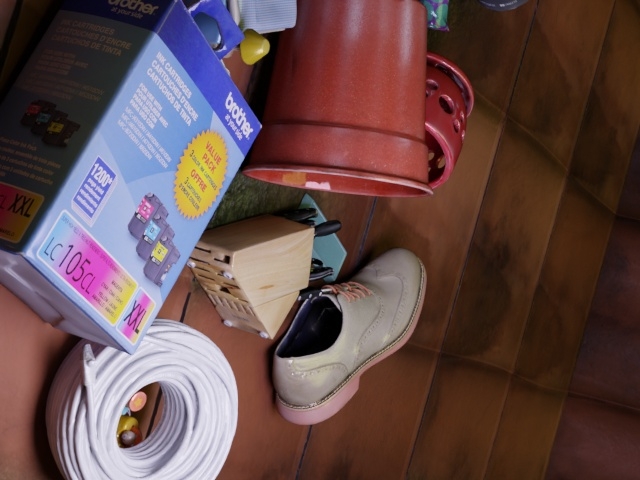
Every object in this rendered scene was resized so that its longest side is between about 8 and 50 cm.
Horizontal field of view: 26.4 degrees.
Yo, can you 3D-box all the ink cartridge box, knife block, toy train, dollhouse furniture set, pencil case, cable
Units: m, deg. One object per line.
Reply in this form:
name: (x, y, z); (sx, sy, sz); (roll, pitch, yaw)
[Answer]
ink cartridge box: (-0.226, -0.108, 1.547); (0.395, 0.151, 0.270); (-64, 151, -18)
knife block: (-0.069, 0.005, 1.977); (0.242, 0.088, 0.275); (-61, 149, -24)
toy train: (-0.269, 0.249, 1.763); (0.125, 0.046, 0.166); (-19, 120, -59)
dollhouse furniture set: (-0.016, -0.382, 1.722); (0.286, 0.198, 0.303); (-19, 109, -59)
pencil case: (0.197, -0.433, 2.305); (0.070, 0.064, 0.151); (1, 103, -37)
cable: (-0.223, 0.223, 1.714); (0.257, 0.089, 0.257); (8, 94, -42)

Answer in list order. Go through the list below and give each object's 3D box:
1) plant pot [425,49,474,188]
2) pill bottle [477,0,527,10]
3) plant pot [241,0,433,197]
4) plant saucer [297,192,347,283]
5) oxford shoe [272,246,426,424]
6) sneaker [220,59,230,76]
plant pot: (0.147, -0.202, 2.190); (0.191, 0.191, 0.174); (70, 37, -48)
pill bottle: (0.297, -0.515, 2.385); (0.246, 0.130, 0.130); (45, 63, -59)
plant pot: (0.039, -0.209, 1.925); (0.272, 0.272, 0.265); (13, 84, -63)
plant saucer: (0.000, 0.000, 2.190); (0.067, 0.018, 0.192); (-65, 150, -20)
oxford shoe: (0.055, 0.122, 2.224); (0.397, 0.140, 0.146); (-52, 142, -39)
sneaker: (-0.143, -0.176, 1.763); (0.081, 0.080, 0.211); (-45, 140, -43)
